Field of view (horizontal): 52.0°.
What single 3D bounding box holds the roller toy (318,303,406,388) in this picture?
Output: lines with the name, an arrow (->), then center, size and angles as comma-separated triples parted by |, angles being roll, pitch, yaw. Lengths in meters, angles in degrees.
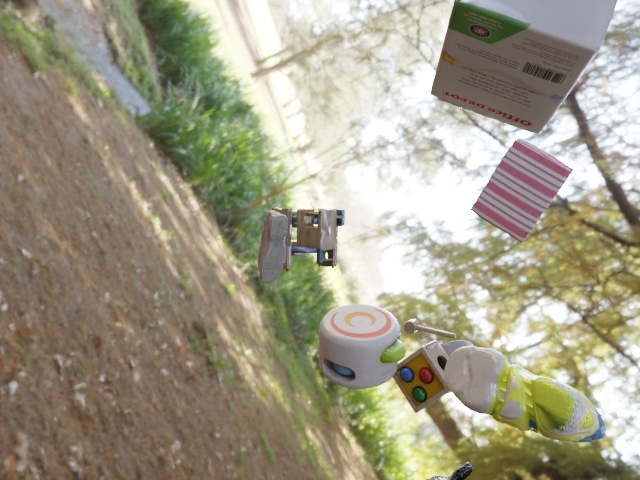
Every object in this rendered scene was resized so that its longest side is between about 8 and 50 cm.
roller toy -> 0.090, 0.253, 1.557 | 0.209, 0.191, 0.146 | -110, -161, -64

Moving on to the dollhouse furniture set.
dollhouse furniture set -> 0.000, 0.000, 1.335 | 0.183, 0.129, 0.129 | 6, -83, 55

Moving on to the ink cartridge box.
ink cartridge box -> 0.295, -0.296, 1.001 | 0.278, 0.201, 0.117 | 80, 33, -76

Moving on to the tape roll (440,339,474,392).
tape roll -> 0.386, 0.396, 2.019 | 0.219, 0.219, 0.072 | 66, 2, -53

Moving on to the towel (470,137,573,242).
towel -> 0.444, -0.111, 1.458 | 0.144, 0.197, 0.029 | 37, 17, 22

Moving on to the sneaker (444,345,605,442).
sneaker -> 0.284, 0.225, 0.915 | 0.126, 0.091, 0.240 | 31, -5, -33

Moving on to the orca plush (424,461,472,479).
orca plush -> 0.237, 0.417, 1.061 | 0.287, 0.102, 0.151 | 33, -5, -40

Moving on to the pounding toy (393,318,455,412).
pounding toy -> 0.262, 0.298, 1.663 | 0.094, 0.181, 0.206 | -10, 62, -53

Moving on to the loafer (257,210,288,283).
loafer -> -0.083, 0.010, 1.111 | 0.039, 0.045, 0.125 | 33, -62, 48
